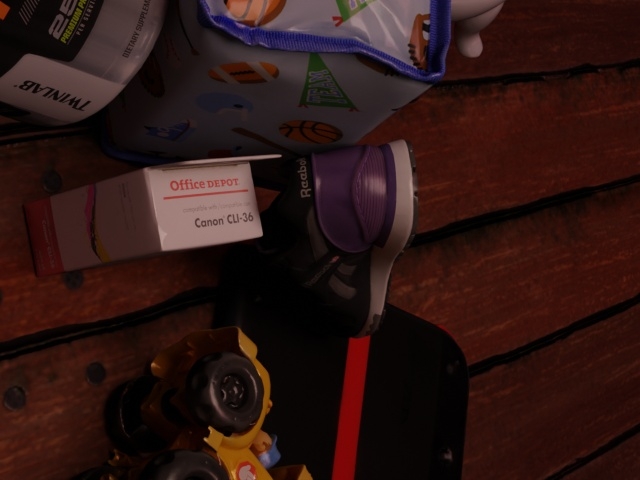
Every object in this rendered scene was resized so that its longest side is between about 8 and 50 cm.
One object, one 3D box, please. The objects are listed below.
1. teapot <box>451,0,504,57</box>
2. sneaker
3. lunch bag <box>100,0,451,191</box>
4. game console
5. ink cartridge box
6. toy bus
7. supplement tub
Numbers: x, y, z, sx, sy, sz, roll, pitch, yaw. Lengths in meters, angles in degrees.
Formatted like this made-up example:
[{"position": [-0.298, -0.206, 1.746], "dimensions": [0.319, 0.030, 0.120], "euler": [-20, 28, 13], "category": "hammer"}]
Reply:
[{"position": [0.113, -0.357, 1.391], "dimensions": [0.252, 0.187, 0.256], "euler": [11, 89, -19], "category": "teapot"}, {"position": [0.000, 0.000, 1.114], "dimensions": [0.124, 0.283, 0.107], "euler": [-2, 61, -8], "category": "sneaker"}, {"position": [-0.046, -0.276, 1.053], "dimensions": [0.238, 0.328, 0.386], "euler": [12, 74, -21], "category": "lunch bag"}, {"position": [0.011, 0.229, 1.240], "dimensions": [0.342, 0.060, 0.387], "euler": [25, 63, -36], "category": "game console"}, {"position": [-0.130, -0.020, 1.019], "dimensions": [0.115, 0.198, 0.067], "euler": [-10, 89, -49], "category": "ink cartridge box"}, {"position": [-0.079, 0.213, 1.041], "dimensions": [0.211, 0.149, 0.220], "euler": [39, 52, -24], "category": "toy bus"}, {"position": [-0.263, -0.198, 0.811], "dimensions": [0.316, 0.193, 0.194], "euler": [14, 71, -54], "category": "supplement tub"}]
